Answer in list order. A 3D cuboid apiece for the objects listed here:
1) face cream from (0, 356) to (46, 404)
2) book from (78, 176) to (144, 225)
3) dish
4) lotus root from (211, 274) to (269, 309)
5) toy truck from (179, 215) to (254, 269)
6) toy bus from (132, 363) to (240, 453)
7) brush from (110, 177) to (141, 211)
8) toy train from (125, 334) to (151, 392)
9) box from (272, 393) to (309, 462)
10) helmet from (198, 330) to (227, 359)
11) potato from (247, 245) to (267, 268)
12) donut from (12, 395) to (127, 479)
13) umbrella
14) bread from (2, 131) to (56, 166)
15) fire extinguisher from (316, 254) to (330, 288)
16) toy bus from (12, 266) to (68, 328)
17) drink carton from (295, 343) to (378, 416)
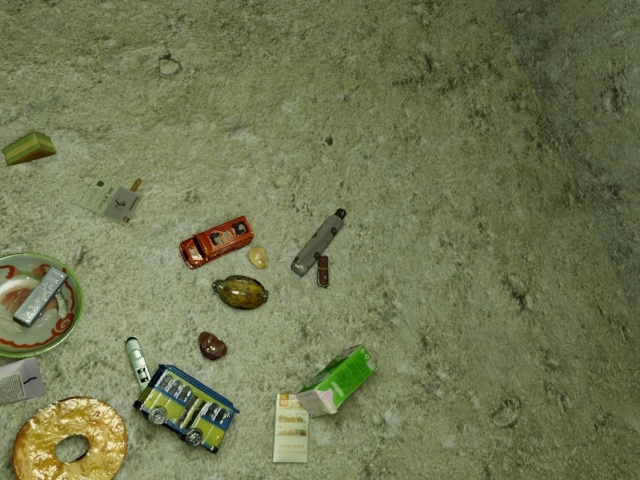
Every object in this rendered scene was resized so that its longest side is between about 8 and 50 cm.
[{"bbox_3d":[-0.956,0.426,1.531,0.273,0.096,0.154,-9,119,-21],"label":"face cream"},{"bbox_3d":[-0.727,-0.137,1.846,0.181,0.014,0.127,23,63,-3],"label":"book"},{"bbox_3d":[-0.905,0.207,1.622,0.324,0.124,0.324,11,64,-23],"label":"dish"},{"bbox_3d":[-0.282,0.183,1.861,0.209,0.120,0.120,15,68,-17],"label":"lotus root"},{"bbox_3d":[-0.369,0.003,1.888,0.252,0.114,0.107,-25,83,-27],"label":"toy truck"},{"bbox_3d":[-0.418,0.526,1.657,0.287,0.138,0.175,38,65,-16],"label":"toy bus"},{"bbox_3d":[-0.684,-0.155,1.882,0.043,0.014,0.170,31,64,-10],"label":"brush"},{"bbox_3d":[-0.582,0.406,1.710,0.043,0.047,0.208,-20,82,-19],"label":"toy train"},{"bbox_3d":[-0.101,0.641,1.815,0.122,0.032,0.220,8,70,-17],"label":"box"},{"bbox_3d":[-0.375,0.367,1.794,0.111,0.057,0.089,38,28,1],"label":"helmet"},{"bbox_3d":[-0.228,0.064,1.949,0.068,0.062,0.083,-35,61,2],"label":"potato"},{"bbox_3d":[-0.727,0.606,1.555,0.302,0.110,0.303,7,71,-20],"label":"donut"},{"bbox_3d":[0.000,0.000,2.053,0.073,0.067,0.337,45,62,-13],"label":"umbrella"},{"bbox_3d":[-0.999,-0.305,1.818,0.139,0.084,0.074,-28,83,5],"label":"bread"},{"bbox_3d":[0.012,0.125,2.010,0.056,0.039,0.132,-6,104,-21],"label":"fire extinguisher"},{"bbox_3d":[-0.824,0.164,1.561,0.064,0.075,0.190,32,59,-10],"label":"toy bus"},{"bbox_3d":[0.065,0.486,1.840,0.271,0.161,0.108,-36,89,-35],"label":"drink carton"}]
